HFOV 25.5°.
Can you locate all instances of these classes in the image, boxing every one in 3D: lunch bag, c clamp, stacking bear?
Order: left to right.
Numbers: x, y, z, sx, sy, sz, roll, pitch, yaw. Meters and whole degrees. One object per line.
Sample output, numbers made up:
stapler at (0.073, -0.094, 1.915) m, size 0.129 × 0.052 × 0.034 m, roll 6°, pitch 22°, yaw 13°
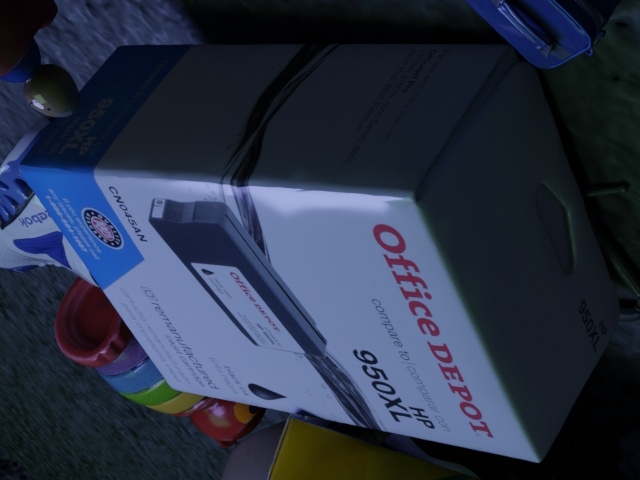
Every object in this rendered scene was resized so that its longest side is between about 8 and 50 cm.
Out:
stacking bear at (-0.175, 0.148, 1.757) m, size 0.164 × 0.175 × 0.289 m, roll 2°, pitch 146°, yaw 50°
lunch bag at (0.136, -0.152, 0.871) m, size 0.098 × 0.065 × 0.067 m, roll 42°, pitch 156°, yaw -9°
c clamp at (0.218, 0.016, 1.119) m, size 0.137 × 0.022 × 0.160 m, roll 5°, pitch 140°, yaw 51°

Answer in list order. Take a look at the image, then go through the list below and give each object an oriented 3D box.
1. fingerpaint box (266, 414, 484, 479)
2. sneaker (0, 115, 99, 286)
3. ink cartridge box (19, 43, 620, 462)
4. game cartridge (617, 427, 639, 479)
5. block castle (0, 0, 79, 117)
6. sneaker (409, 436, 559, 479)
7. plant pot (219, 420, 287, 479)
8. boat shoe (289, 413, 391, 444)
fingerpaint box at (0.122, 0.311, 1.360) m, size 0.371 × 0.163 × 0.445 m, roll 18°, pitch 168°, yaw 4°
sneaker at (-0.300, -0.005, 1.672) m, size 0.182 × 0.127 × 0.315 m, roll 39°, pitch 155°, yaw 0°
ink cartridge box at (0.000, 0.000, 1.125) m, size 0.395 × 0.166 × 0.285 m, roll 5°, pitch 138°, yaw 38°
game cartridge at (0.389, 0.319, 1.301) m, size 0.198 × 0.062 × 0.297 m, roll 20°, pitch 142°, yaw 52°
block castle at (-0.251, -0.214, 1.004) m, size 0.213 × 0.303 × 0.453 m, roll 46°, pitch 156°, yaw -22°
sneaker at (0.174, 0.215, 1.518) m, size 0.188 × 0.066 × 0.071 m, roll 35°, pitch 140°, yaw -7°
plant pot at (-0.025, 0.340, 1.805) m, size 0.284 × 0.284 × 0.191 m, roll 93°, pitch 156°, yaw -62°
boat shoe at (-0.007, 0.139, 1.576) m, size 0.324 × 0.123 × 0.116 m, roll 53°, pitch -173°, yaw -50°
